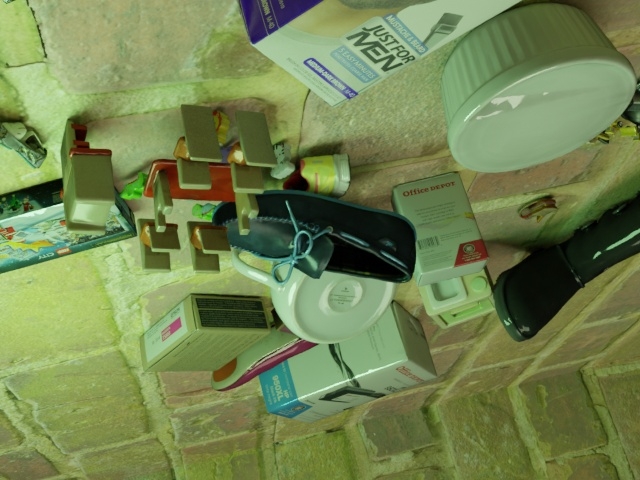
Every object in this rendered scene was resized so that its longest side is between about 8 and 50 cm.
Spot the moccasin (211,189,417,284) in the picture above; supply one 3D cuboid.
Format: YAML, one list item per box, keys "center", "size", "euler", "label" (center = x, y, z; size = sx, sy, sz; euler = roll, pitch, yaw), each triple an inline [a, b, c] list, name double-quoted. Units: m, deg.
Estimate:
- center: [0.000, 0.000, 1.340]
  size: [0.342, 0.117, 0.138]
  euler: [4, 146, -13]
  label: "moccasin"

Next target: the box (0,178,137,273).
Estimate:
- center: [-0.416, -0.026, 1.293]
  size: [0.233, 0.044, 0.159]
  euler: [-15, 156, -1]
  label: "box"

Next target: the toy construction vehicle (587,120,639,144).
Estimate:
- center: [0.508, -0.185, 1.482]
  size: [0.098, 0.035, 0.086]
  euler: [8, 176, -37]
  label: "toy construction vehicle"

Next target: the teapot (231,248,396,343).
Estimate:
- center: [0.002, 0.055, 1.575]
  size: [0.252, 0.187, 0.256]
  euler: [-36, 130, -4]
  label: "teapot"

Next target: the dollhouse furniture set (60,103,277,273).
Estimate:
- center: [-0.213, -0.082, 1.152]
  size: [0.259, 0.135, 0.262]
  euler: [2, 145, -25]
  label: "dollhouse furniture set"

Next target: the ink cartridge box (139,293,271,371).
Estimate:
- center: [-0.253, 0.206, 1.843]
  size: [0.193, 0.088, 0.234]
  euler: [8, 147, -40]
  label: "ink cartridge box"

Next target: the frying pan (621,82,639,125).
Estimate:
- center: [0.560, -0.252, 1.406]
  size: [0.326, 0.053, 0.197]
  euler: [0, 151, -39]
  label: "frying pan"

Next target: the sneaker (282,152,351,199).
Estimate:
- center: [-0.022, -0.078, 1.399]
  size: [0.094, 0.081, 0.208]
  euler: [2, 146, -18]
  label: "sneaker"

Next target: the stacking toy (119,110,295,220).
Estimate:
- center: [-0.169, -0.104, 1.276]
  size: [0.221, 0.052, 0.167]
  euler: [-28, 152, 30]
  label: "stacking toy"

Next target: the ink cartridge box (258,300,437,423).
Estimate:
- center: [0.071, 0.327, 2.209]
  size: [0.395, 0.166, 0.285]
  euler: [-23, 155, 15]
  label: "ink cartridge box"

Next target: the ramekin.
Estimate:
- center: [0.296, -0.220, 1.209]
  size: [0.273, 0.127, 0.273]
  euler: [-13, 156, -6]
  label: "ramekin"

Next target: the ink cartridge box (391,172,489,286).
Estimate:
- center: [0.213, -0.020, 1.534]
  size: [0.127, 0.175, 0.072]
  euler: [-13, 159, -5]
  label: "ink cartridge box"

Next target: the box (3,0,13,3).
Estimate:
- center: [-0.286, -0.278, 0.816]
  size: [0.083, 0.052, 0.062]
  euler: [-18, 156, 9]
  label: "box"

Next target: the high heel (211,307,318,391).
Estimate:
- center: [-0.101, 0.266, 2.006]
  size: [0.181, 0.127, 0.377]
  euler: [19, 137, -36]
  label: "high heel"

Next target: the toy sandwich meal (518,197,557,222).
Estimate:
- center: [0.455, -0.061, 1.771]
  size: [0.085, 0.029, 0.085]
  euler: [-13, 156, -6]
  label: "toy sandwich meal"

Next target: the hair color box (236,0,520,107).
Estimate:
- center: [0.096, -0.298, 0.944]
  size: [0.339, 0.110, 0.185]
  euler: [-28, 152, 23]
  label: "hair color box"

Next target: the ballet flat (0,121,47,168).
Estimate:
- center: [-0.391, -0.132, 1.097]
  size: [0.041, 0.041, 0.114]
  euler: [-20, 156, 9]
  label: "ballet flat"

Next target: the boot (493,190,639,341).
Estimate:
- center: [0.611, 0.025, 1.797]
  size: [0.445, 0.146, 0.367]
  euler: [-30, -173, 36]
  label: "boot"

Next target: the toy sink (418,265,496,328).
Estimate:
- center: [0.302, 0.100, 1.901]
  size: [0.152, 0.131, 0.234]
  euler: [-21, 155, 12]
  label: "toy sink"
